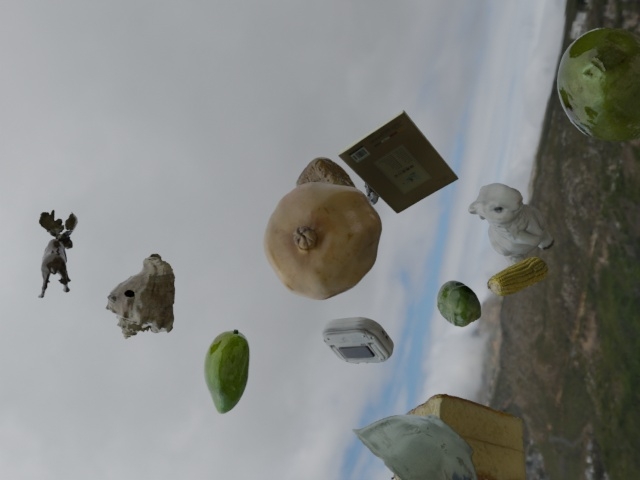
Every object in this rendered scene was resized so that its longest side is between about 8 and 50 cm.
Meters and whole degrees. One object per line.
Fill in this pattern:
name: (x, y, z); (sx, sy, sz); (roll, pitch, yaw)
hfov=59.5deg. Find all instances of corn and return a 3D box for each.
corn: (0.497, 0.092, 1.410); (0.203, 0.072, 0.072); (-17, -60, -35)

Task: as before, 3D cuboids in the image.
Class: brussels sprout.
brussels sprout: (0.421, 0.197, 1.729); (0.118, 0.155, 0.155); (-20, -53, -24)

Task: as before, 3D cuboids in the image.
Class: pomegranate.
pomegranate: (0.000, 0.000, 1.865); (0.411, 0.412, 0.411); (12, -90, -69)

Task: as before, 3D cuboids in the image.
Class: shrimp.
shrimp: (0.193, -0.210, 2.064); (0.065, 0.057, 0.165); (151, 120, -74)

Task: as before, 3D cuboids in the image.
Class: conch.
conch: (-0.626, 0.216, 1.967); (0.186, 0.263, 0.324); (-32, -36, -60)

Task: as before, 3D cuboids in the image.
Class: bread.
bread: (0.372, 0.571, 1.517); (0.279, 0.279, 0.207); (125, 161, -51)
bread: (0.036, -0.214, 2.351); (0.195, 0.246, 0.176); (-48, -12, 24)

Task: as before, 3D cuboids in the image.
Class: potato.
potato: (0.496, -0.259, 0.940); (0.253, 0.149, 0.186); (-13, -74, -47)

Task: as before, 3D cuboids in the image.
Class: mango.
mango: (-0.347, 0.495, 2.075); (0.192, 0.156, 0.343); (-31, -49, -58)

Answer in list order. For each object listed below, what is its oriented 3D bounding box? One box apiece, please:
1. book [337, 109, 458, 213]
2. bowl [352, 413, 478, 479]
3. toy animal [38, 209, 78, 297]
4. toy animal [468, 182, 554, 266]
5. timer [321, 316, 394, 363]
book: (0.224, -0.210, 1.584); (0.310, 0.217, 0.021); (39, -149, -39)
bowl: (0.227, 0.451, 1.153); (0.146, 0.313, 0.313); (-46, -30, -11)
toy animal: (-0.657, 0.026, 1.406); (0.214, 0.094, 0.186); (-135, 46, -61)
toy animal: (0.613, -0.075, 1.838); (0.194, 0.258, 0.357); (-46, -51, 4)
timer: (0.145, 0.399, 2.205); (0.237, 0.262, 0.087); (54, -139, -32)
